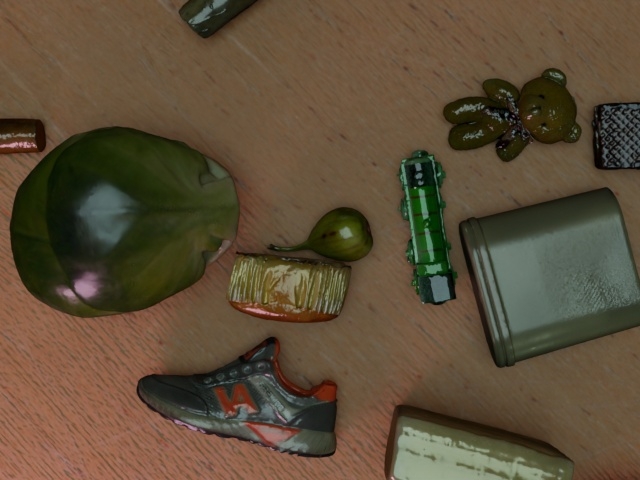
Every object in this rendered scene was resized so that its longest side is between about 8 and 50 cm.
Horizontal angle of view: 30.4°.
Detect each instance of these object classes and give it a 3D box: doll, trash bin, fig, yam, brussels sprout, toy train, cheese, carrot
[{"bbox_3d":[0.301,-0.194,1.868,0.210,0.097,0.137,-14,97,9],"label":"doll"},{"bbox_3d":[0.364,0.054,1.862,0.247,0.121,0.243,-16,91,1],"label":"trash bin"},{"bbox_3d":[0.004,-0.014,1.907,0.166,0.093,0.093,6,93,26],"label":"fig"},{"bbox_3d":[-0.067,-0.460,1.889,0.371,0.083,0.083,-37,89,5],"label":"yam"},{"bbox_3d":[-0.303,-0.032,1.824,0.355,0.281,0.289,-7,92,-6],"label":"brussels sprout"},{"bbox_3d":[0.170,-0.019,1.870,0.085,0.119,0.251,-9,93,5],"label":"toy train"},{"bbox_3d":[0.234,0.342,1.815,0.266,0.242,0.123,14,83,3],"label":"cheese"},{"bbox_3d":[-0.570,-0.168,1.940,0.225,0.067,0.067,-2,92,2],"label":"carrot"}]

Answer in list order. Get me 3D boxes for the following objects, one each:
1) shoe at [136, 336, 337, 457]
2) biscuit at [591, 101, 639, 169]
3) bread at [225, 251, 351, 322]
[{"bbox_3d":[-0.122,0.232,1.897,0.337,0.132,0.171,15,88,1],"label":"shoe"},{"bbox_3d":[0.558,-0.165,1.863,0.252,0.070,0.106,0,93,3],"label":"biscuit"},{"bbox_3d":[-0.052,0.075,1.879,0.191,0.132,0.114,11,92,7],"label":"bread"}]
